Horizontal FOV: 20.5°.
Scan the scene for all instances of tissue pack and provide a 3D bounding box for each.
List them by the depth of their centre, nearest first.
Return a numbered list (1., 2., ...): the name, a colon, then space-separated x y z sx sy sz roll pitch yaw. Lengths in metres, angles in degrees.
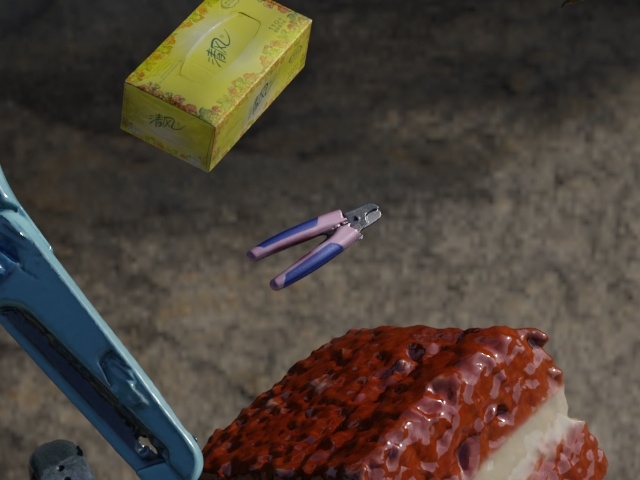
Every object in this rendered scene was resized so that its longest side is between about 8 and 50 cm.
1. tissue pack: -0.092 -0.150 1.580 0.095 0.062 0.176 28 48 13

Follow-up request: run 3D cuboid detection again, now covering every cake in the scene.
1. cake: 0.089 0.259 1.611 0.269 0.319 0.270 -6 27 50

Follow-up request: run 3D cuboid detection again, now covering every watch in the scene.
1. watch: -0.223 0.293 1.739 0.068 0.206 0.193 -27 24 -11

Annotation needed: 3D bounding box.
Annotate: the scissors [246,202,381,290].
1. scissors: 0.000 0.000 1.284 0.113 0.012 0.039 -27 67 -30

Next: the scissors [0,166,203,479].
1. scissors: -0.209 0.006 1.082 0.393 0.180 0.032 49 8 10

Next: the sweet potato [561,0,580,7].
1. sweet potato: 0.215 -0.194 1.019 0.195 0.056 0.056 -41 44 -6
